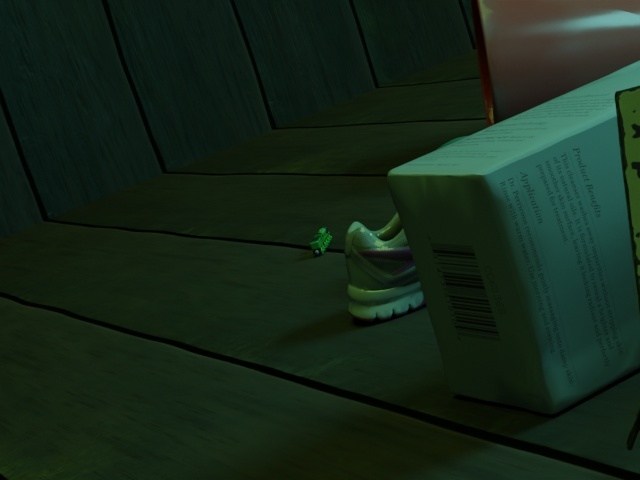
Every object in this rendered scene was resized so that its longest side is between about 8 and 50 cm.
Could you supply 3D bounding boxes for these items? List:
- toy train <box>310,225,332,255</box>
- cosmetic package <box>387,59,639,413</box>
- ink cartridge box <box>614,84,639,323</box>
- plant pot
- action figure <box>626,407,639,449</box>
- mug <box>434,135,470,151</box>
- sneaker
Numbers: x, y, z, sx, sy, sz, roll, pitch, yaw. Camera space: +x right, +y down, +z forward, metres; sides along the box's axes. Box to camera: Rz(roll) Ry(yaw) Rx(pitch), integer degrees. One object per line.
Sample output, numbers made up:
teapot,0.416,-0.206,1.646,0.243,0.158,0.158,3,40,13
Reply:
toy train,0.000,0.000,2.046,0.017,0.024,0.083,-16,12,13
cosmetic package,0.274,-0.030,1.303,0.385,0.217,0.156,-23,13,-26
ink cartridge box,0.268,0.038,0.866,0.165,0.065,0.333,-14,56,20
plant pot,0.360,-0.274,2.248,0.243,0.275,0.275,-7,13,4
action figure,0.327,0.058,0.992,0.275,0.141,0.164,-14,-3,20
mug,0.179,-0.036,1.732,0.129,0.158,0.097,5,13,-6
sneaker,0.137,-0.002,1.630,0.252,0.111,0.103,-19,12,-6
